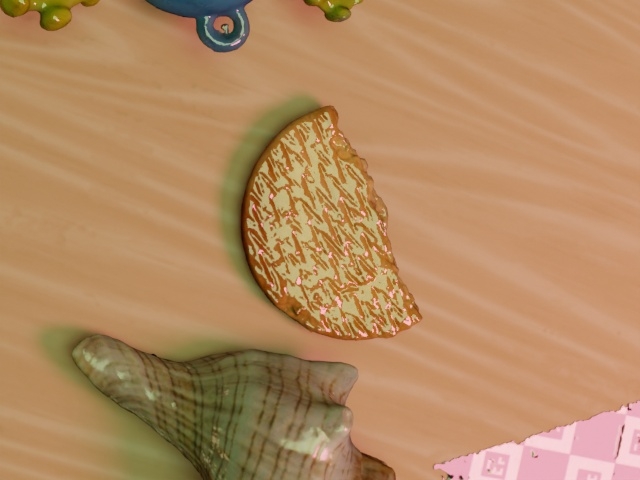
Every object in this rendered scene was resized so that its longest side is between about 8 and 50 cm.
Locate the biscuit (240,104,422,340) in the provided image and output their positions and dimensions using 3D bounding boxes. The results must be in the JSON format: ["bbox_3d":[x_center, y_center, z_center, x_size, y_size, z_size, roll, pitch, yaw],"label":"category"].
[{"bbox_3d":[0.000,0.000,1.693,0.144,0.033,0.224,-27,99,-10],"label":"biscuit"}]

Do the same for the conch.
[{"bbox_3d":[-0.034,0.188,1.630,0.386,0.170,0.203,44,56,-15],"label":"conch"}]

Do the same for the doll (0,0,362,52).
[{"bbox_3d":[-0.144,-0.322,1.617,0.346,0.099,0.341,-17,85,-18],"label":"doll"}]

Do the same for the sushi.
[{"bbox_3d":[0.261,0.323,1.773,0.264,0.050,0.290,-14,96,-14],"label":"sushi"}]
